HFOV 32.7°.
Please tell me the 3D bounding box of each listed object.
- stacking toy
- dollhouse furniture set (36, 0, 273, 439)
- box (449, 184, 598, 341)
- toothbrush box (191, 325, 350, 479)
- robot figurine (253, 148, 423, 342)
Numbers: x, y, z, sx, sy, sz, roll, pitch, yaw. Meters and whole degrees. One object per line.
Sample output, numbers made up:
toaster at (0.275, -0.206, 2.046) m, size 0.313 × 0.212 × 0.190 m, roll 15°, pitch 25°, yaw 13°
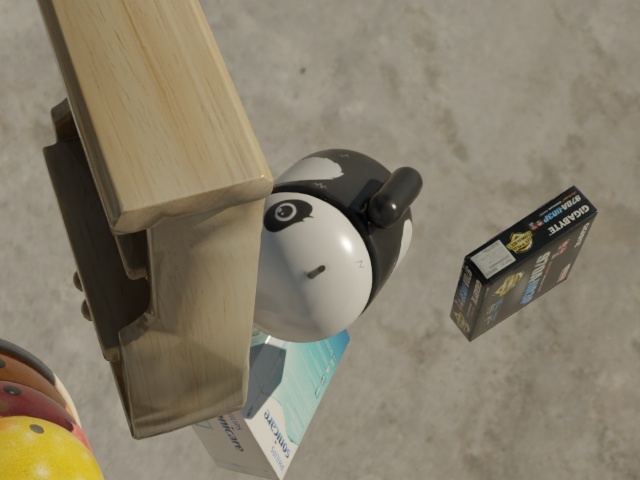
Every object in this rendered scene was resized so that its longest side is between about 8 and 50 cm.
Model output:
stacking toy at (-0.339, 0.289, 1.189) m, size 0.350 × 0.480 × 0.351 m, roll 0°, pitch 91°, yaw -37°
dollhouse furniture set at (-0.241, 0.024, 0.526) m, size 0.394 × 0.256 × 0.362 m, roll -15°, pitch 61°, yaw -16°
box at (0.260, 0.036, 1.428) m, size 0.175 × 0.220 × 0.051 m, roll -32°, pitch 69°, yaw -13°
toothbrush box at (-0.087, 0.193, 1.724) m, size 0.126 × 0.216 × 0.295 m, roll 5°, pitch 49°, yaw 28°
robot figurine at (0.000, -0.003, 1.204) m, size 0.173 × 0.209 × 0.278 m, roll 22°, pitch 28°, yaw 12°
